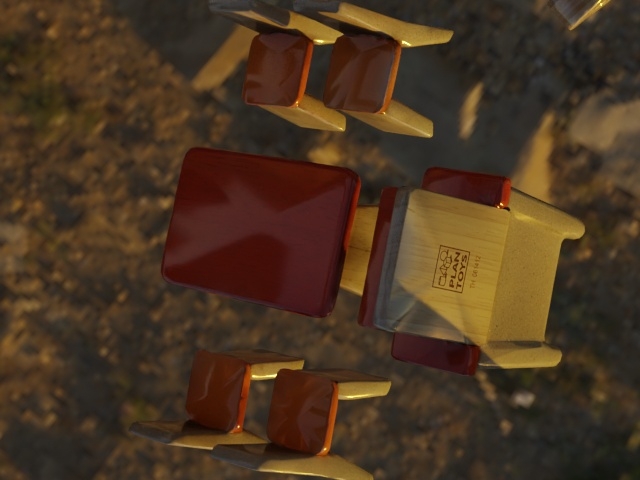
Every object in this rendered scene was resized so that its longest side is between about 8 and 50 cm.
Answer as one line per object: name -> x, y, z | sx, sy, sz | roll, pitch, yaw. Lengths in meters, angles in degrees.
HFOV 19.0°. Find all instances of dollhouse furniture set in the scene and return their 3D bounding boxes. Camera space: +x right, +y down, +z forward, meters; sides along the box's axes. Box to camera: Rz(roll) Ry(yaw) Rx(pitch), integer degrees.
dollhouse furniture set -> 0.000, 0.000, 1.030 | 0.135, 0.262, 0.259 | 11, 179, -42

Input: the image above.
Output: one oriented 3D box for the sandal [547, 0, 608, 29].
sandal -> 0.251, -0.188, 1.200 | 0.079, 0.240, 0.088 | 50, 162, 3
